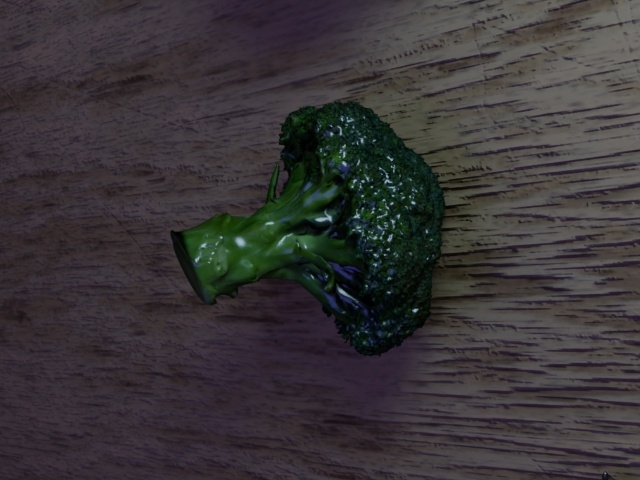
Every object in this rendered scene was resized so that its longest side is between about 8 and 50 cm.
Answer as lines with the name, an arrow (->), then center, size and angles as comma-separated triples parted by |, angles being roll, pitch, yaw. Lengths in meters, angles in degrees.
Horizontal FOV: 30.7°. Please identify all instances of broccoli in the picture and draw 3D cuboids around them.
broccoli -> 0.000, 0.000, 1.281 | 0.297, 0.297, 0.297 | 157, 90, -78

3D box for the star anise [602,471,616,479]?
star anise -> 0.338, 0.304, 1.182 | 0.129, 0.056, 0.124 | 18, 115, 42
